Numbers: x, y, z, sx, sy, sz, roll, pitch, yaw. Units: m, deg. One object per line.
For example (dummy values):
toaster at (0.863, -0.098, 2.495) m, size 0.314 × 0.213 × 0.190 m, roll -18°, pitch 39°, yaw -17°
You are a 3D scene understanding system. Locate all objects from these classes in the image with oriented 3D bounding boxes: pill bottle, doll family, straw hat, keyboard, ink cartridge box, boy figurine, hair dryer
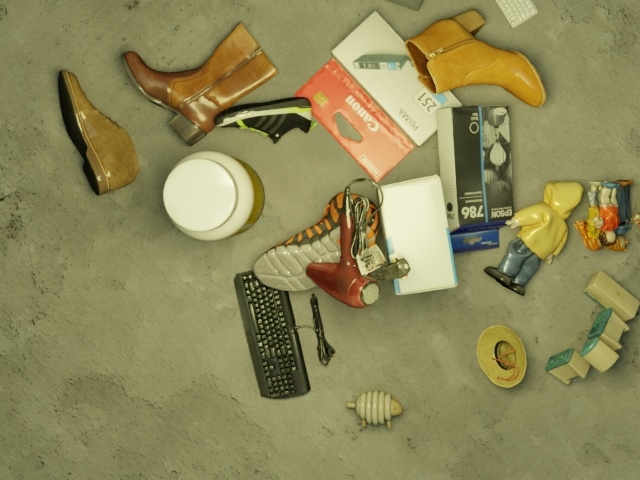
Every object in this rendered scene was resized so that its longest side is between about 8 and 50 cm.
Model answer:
pill bottle at (-0.227, -0.095, 1.534) m, size 0.188 × 0.334 × 0.188 m, roll 0°, pitch 93°, yaw 1°
doll family at (0.663, -0.053, 1.612) m, size 0.263 × 0.118 × 0.163 m, roll -5°, pitch 100°, yaw -34°
straw hat at (0.438, 0.267, 1.666) m, size 0.061 × 0.144 × 0.144 m, roll -1°, pitch 94°, yaw -39°
keyboard at (-0.078, 0.213, 1.698) m, size 0.201 × 0.033 × 0.317 m, roll -13°, pitch 93°, yaw 2°
keyboard at (0.406, -0.616, 1.648) m, size 0.072 × 0.014 × 0.256 m, roll -32°, pitch 92°, yaw 3°
ink cartridge box at (0.129, -0.325, 1.646) m, size 0.261 × 0.066 × 0.296 m, roll -43°, pitch 91°, yaw 2°
ink cartridge box at (0.199, -0.018, 1.539) m, size 0.129 × 0.307 × 0.223 m, roll -10°, pitch 93°, yaw 4°
ink cartridge box at (0.352, -0.136, 1.611) m, size 0.165 × 0.065 × 0.332 m, roll -8°, pitch 98°, yaw -26°
boy figurine at (0.490, -0.021, 1.627) m, size 0.177 × 0.092 × 0.285 m, roll 30°, pitch 92°, yaw -31°
hair dryer at (0.067, 0.026, 1.453) m, size 0.080 × 0.293 × 0.223 m, roll -1°, pitch 65°, yaw -39°

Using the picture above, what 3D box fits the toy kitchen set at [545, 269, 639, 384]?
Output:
toy kitchen set at (0.610, 0.204, 1.661) m, size 0.122 × 0.166 × 0.207 m, roll 40°, pitch 57°, yaw -1°

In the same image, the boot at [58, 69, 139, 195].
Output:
boot at (-0.523, -0.260, 1.671) m, size 0.115 × 0.112 × 0.305 m, roll -22°, pitch 87°, yaw -27°

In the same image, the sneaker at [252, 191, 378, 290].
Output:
sneaker at (0.000, 0.000, 1.636) m, size 0.321 × 0.180 × 0.124 m, roll -20°, pitch 119°, yaw 25°

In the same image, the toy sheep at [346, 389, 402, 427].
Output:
toy sheep at (0.127, 0.392, 1.675) m, size 0.132 × 0.091 × 0.091 m, roll -2°, pitch 93°, yaw 7°

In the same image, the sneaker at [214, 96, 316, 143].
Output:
sneaker at (-0.122, -0.265, 1.633) m, size 0.235 × 0.084 × 0.097 m, roll -11°, pitch 110°, yaw -11°

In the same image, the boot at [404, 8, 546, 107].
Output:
boot at (0.338, -0.368, 1.589) m, size 0.211 × 0.104 × 0.295 m, roll -35°, pitch 80°, yaw -20°

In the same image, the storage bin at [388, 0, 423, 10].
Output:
storage bin at (0.189, -0.587, 1.625) m, size 0.135 × 0.098 × 0.091 m, roll 20°, pitch 121°, yaw 0°

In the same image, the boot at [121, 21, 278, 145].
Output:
boot at (-0.280, -0.401, 1.640) m, size 0.280 × 0.096 × 0.264 m, roll -42°, pitch 91°, yaw 3°
